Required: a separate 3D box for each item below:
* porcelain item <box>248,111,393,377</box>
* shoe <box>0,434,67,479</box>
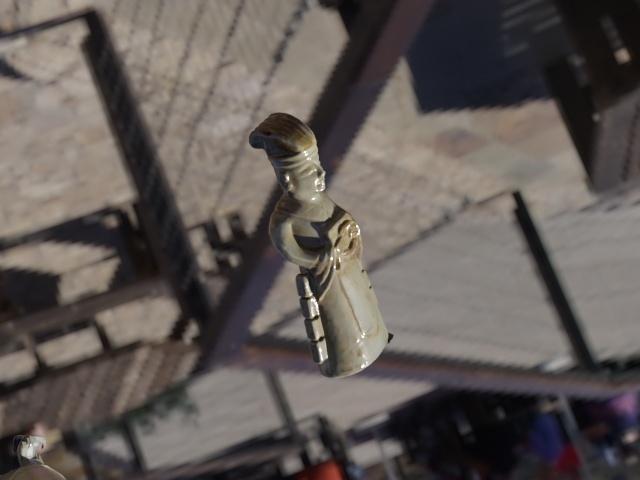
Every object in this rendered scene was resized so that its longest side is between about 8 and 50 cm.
[{"bbox_3d":[0.000,0.000,1.312,0.054,0.213,0.084,1,-148,31],"label":"porcelain item"},{"bbox_3d":[-0.176,0.196,0.944,0.089,0.092,0.180,5,120,-51],"label":"shoe"}]
